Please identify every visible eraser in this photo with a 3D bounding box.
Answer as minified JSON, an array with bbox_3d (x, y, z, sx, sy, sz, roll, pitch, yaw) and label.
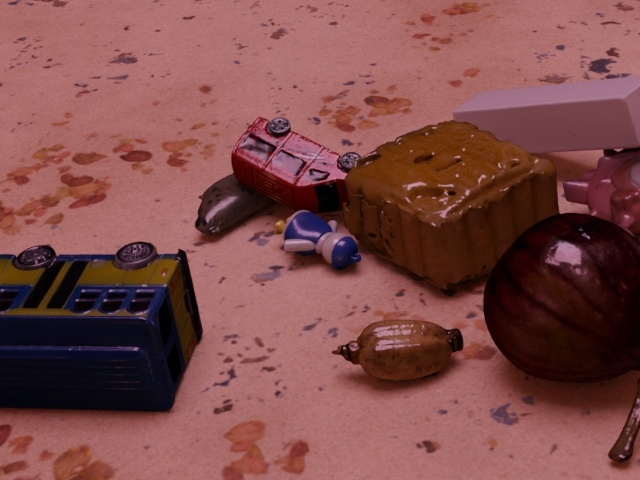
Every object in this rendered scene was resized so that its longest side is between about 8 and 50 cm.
[{"bbox_3d":[0.326,-0.170,1.725,0.298,0.076,0.078,1,28,47],"label":"eraser"}]

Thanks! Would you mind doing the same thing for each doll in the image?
[{"bbox_3d":[0.421,-0.067,1.606,0.211,0.093,0.262,6,35,42],"label":"doll"},{"bbox_3d":[0.000,0.000,1.648,0.143,0.058,0.098,25,36,37],"label":"doll"}]

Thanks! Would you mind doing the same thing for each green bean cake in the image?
[{"bbox_3d":[0.168,-0.056,1.622,0.229,0.131,0.224,-27,36,-26],"label":"green bean cake"}]

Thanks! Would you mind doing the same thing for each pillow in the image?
[{"bbox_3d":[-0.098,-0.081,1.797,0.241,0.051,0.093,-34,41,-28],"label":"pillow"}]

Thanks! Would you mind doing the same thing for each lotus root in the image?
[{"bbox_3d":[0.089,0.127,1.431,0.151,0.063,0.072,-2,61,-1],"label":"lotus root"}]

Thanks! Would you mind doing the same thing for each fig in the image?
[{"bbox_3d":[0.307,0.084,1.348,0.203,0.186,0.249,-11,37,-37],"label":"fig"}]

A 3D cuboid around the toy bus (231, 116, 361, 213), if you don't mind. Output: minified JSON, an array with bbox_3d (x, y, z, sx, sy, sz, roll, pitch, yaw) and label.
[{"bbox_3d":[-0.025,-0.093,1.718,0.195,0.081,0.089,28,60,23],"label":"toy bus"}]

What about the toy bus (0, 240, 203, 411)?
[{"bbox_3d":[-0.302,0.104,1.494,0.287,0.138,0.175,-1,34,12],"label":"toy bus"}]
